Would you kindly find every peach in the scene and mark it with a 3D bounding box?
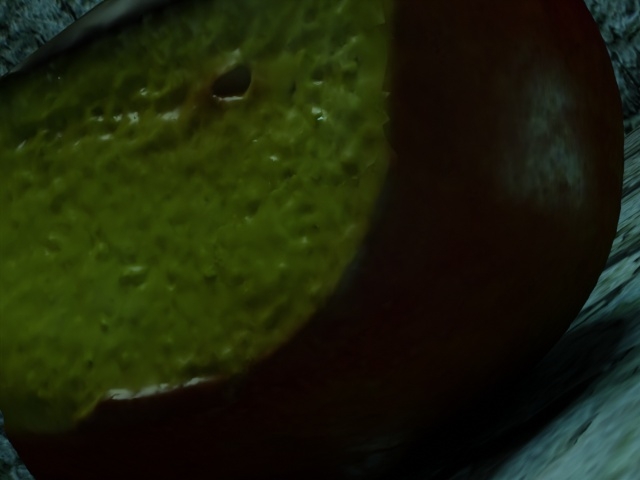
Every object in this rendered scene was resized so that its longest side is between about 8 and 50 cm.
[{"bbox_3d":[0.000,0.000,0.769,0.306,0.242,0.380,-15,-14,3],"label":"peach"}]
